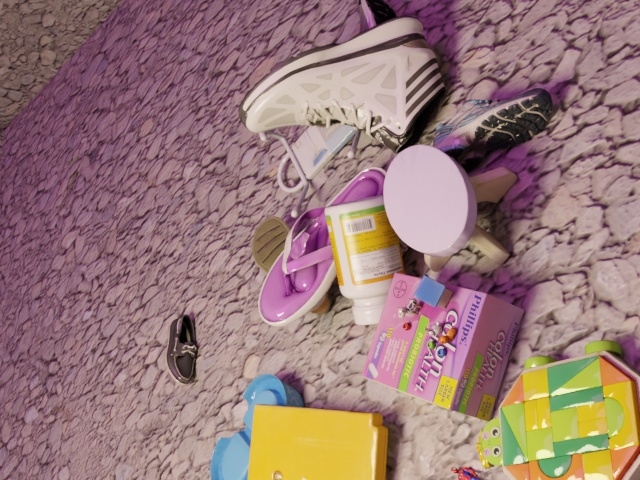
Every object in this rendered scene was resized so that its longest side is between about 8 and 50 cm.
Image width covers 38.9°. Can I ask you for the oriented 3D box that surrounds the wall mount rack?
[{"bbox_3d":[-0.010,-0.221,2.153,0.350,0.130,0.304,-46,51,27],"label":"wall mount rack"}]

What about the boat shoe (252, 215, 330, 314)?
[{"bbox_3d":[-0.068,0.064,2.089,0.113,0.103,0.302,-38,43,8],"label":"boat shoe"}]

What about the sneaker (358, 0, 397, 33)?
[{"bbox_3d":[0.124,-0.484,2.151,0.108,0.100,0.272,-39,46,39],"label":"sneaker"}]

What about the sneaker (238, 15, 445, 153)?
[{"bbox_3d":[0.058,-0.284,1.948,0.447,0.169,0.257,-24,73,4],"label":"sneaker"}]

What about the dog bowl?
[{"bbox_3d":[-0.136,0.442,2.013,0.166,0.074,0.297,37,101,52],"label":"dog bowl"}]

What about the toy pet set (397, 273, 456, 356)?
[{"bbox_3d":[0.185,0.125,1.604,0.122,0.065,0.114,33,98,52],"label":"toy pet set"}]

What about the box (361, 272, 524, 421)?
[{"bbox_3d":[0.221,0.192,1.676,0.243,0.117,0.214,13,82,51],"label":"box"}]

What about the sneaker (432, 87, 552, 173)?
[{"bbox_3d":[0.324,-0.241,1.783,0.283,0.110,0.122,-28,49,39],"label":"sneaker"}]

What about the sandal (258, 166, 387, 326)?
[{"bbox_3d":[-0.009,-0.006,1.941,0.416,0.102,0.169,-52,42,-5],"label":"sandal"}]

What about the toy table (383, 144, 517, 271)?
[{"bbox_3d":[0.247,-0.055,1.736,0.252,0.161,0.274,-44,43,27],"label":"toy table"}]

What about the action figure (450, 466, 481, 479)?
[{"bbox_3d":[0.268,0.424,1.579,0.115,0.030,0.038,24,96,54],"label":"action figure"}]

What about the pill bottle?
[{"bbox_3d":[0.096,0.039,1.831,0.136,0.136,0.246,-6,96,48],"label":"pill bottle"}]

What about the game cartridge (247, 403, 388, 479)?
[{"bbox_3d":[-0.012,0.478,1.805,0.323,0.052,0.285,-3,77,37],"label":"game cartridge"}]

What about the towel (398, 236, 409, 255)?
[{"bbox_3d":[0.148,-0.012,1.943,0.197,0.029,0.144,-55,39,18],"label":"towel"}]

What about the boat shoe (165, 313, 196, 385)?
[{"bbox_3d":[-0.358,0.281,2.358,0.065,0.075,0.206,-45,38,30],"label":"boat shoe"}]

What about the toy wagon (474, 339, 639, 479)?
[{"bbox_3d":[0.379,0.315,1.466,0.344,0.068,0.267,-23,55,42],"label":"toy wagon"}]
